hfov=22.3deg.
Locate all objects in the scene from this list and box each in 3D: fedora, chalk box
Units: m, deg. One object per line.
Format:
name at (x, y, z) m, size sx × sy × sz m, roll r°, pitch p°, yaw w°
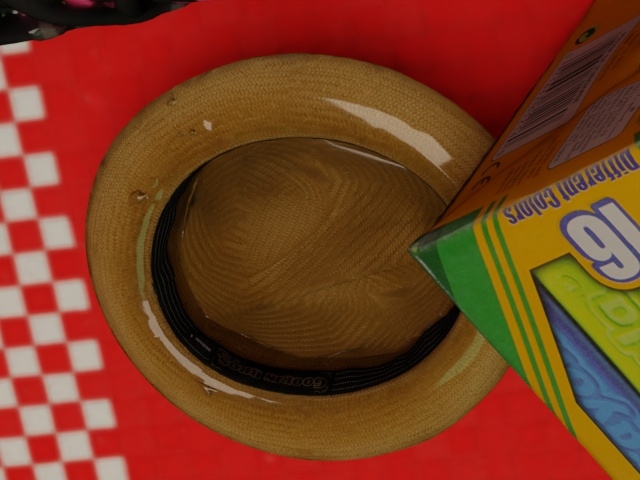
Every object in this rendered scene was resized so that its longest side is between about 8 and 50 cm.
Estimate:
fedora at (0.000, 0.000, 0.691) m, size 0.194 × 0.079 × 0.194 m, roll 5°, pitch 114°, yaw 12°
chalk box at (0.215, 0.028, 0.590) m, size 0.289 × 0.180 × 0.179 m, roll 47°, pitch 143°, yaw -11°

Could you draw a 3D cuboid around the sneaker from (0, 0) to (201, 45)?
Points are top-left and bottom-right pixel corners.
sneaker at (-0.111, -0.142, 0.596) m, size 0.483 × 0.185 × 0.202 m, roll -36°, pitch 99°, yaw 19°
